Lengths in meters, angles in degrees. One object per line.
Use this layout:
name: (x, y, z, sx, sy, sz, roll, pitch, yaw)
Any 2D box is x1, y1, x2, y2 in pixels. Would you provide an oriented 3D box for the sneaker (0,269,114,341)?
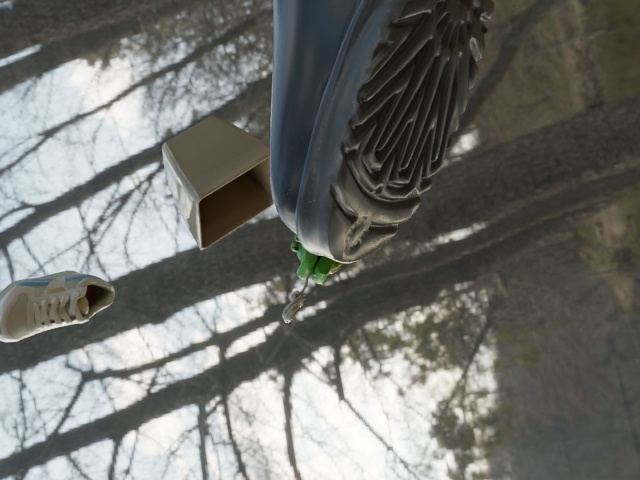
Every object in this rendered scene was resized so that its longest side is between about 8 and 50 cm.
sneaker: (-0.431, 0.102, 1.431, 0.228, 0.092, 0.088, -31, -56, -58)

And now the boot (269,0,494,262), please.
boot: (-0.094, -0.219, 0.663, 0.146, 0.445, 0.367, 21, -91, -62)

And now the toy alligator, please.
toy alligator: (0.000, 0.000, 0.790, 0.190, 0.051, 0.056, -48, -12, -44)

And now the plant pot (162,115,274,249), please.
plant pot: (-0.122, -0.075, 1.014, 0.096, 0.109, 0.109, 47, 157, 20)
